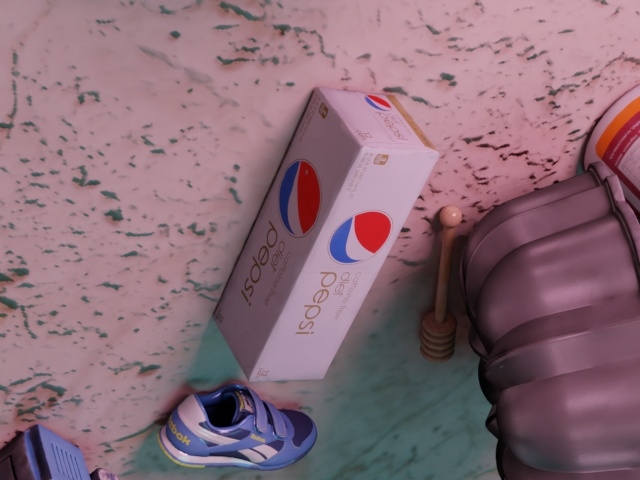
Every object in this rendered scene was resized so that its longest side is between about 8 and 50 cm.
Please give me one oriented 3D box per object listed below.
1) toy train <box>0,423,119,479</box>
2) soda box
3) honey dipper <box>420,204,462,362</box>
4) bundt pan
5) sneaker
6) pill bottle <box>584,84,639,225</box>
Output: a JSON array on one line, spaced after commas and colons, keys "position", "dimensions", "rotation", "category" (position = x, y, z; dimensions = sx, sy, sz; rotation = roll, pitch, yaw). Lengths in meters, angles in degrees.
[{"position": [-0.241, 0.226, 0.984], "dimensions": [0.184, 0.080, 0.105], "rotation": [-38, 131, 8], "category": "toy train"}, {"position": [0.000, 0.000, 0.917], "dimensions": [0.069, 0.074, 0.216], "rotation": [1, 129, -34], "category": "soda box"}, {"position": [0.101, 0.034, 1.057], "dimensions": [0.030, 0.030, 0.160], "rotation": [-16, 133, -20], "category": "honey dipper"}, {"position": [0.185, 0.111, 0.980], "dimensions": [0.124, 0.330, 0.331], "rotation": [-11, 138, 3], "category": "bundt pan"}, {"position": [-0.058, 0.150, 1.044], "dimensions": [0.144, 0.053, 0.059], "rotation": [3, 125, -37], "category": "sneaker"}, {"position": [0.310, -0.020, 0.986], "dimensions": [0.121, 0.221, 0.121], "rotation": [-18, 138, -18], "category": "pill bottle"}]
